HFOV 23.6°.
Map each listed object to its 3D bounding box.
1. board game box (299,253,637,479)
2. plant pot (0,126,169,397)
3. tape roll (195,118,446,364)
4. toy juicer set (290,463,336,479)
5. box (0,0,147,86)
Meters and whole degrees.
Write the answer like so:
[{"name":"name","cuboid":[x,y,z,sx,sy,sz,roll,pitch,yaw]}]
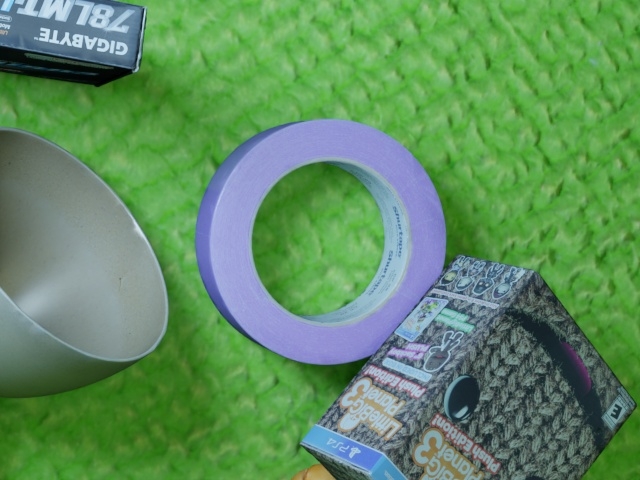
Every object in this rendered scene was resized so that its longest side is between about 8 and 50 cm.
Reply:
[{"name":"board game box","cuboid":[0.168,0.203,1.698,0.291,0.141,0.232,-49,118,-16]},{"name":"plant pot","cuboid":[-0.324,0.051,1.585,0.191,0.284,0.284,-37,104,25]},{"name":"tape roll","cuboid":[0.000,0.000,1.743,0.274,0.090,0.275,-1,94,-16]},{"name":"toy juicer set","cuboid":[-0.019,0.413,1.758,0.209,0.089,0.329,29,85,-16]},{"name":"box","cuboid":[-0.340,-0.213,1.528,0.295,0.293,0.073,8,91,-17]}]
